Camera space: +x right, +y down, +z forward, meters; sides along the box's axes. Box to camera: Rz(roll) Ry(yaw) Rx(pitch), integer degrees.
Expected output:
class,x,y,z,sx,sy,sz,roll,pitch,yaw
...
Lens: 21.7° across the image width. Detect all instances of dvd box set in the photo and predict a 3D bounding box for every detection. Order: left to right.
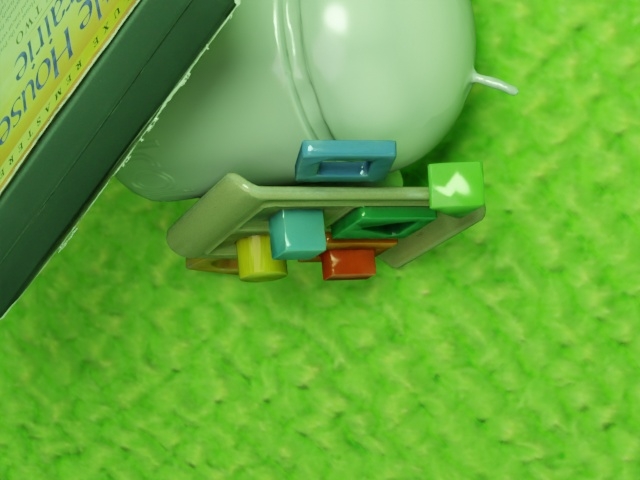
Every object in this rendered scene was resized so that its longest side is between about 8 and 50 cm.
class,x,y,z,sx,sy,sz,roll,pitch,yaw
dvd box set,-0.196,-0.196,1.159,0.062,0.420,0.307,18,126,-33

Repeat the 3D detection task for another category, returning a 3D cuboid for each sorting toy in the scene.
class,x,y,z,sx,sy,sz,roll,pitch,yaw
sorting toy,0.000,0.000,1.240,0.348,0.196,0.047,145,126,-65

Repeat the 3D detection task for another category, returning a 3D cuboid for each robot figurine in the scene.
class,x,y,z,sx,sy,sz,roll,pitch,yaw
robot figurine,-0.039,-0.136,1.212,0.353,0.199,0.300,-7,130,24
